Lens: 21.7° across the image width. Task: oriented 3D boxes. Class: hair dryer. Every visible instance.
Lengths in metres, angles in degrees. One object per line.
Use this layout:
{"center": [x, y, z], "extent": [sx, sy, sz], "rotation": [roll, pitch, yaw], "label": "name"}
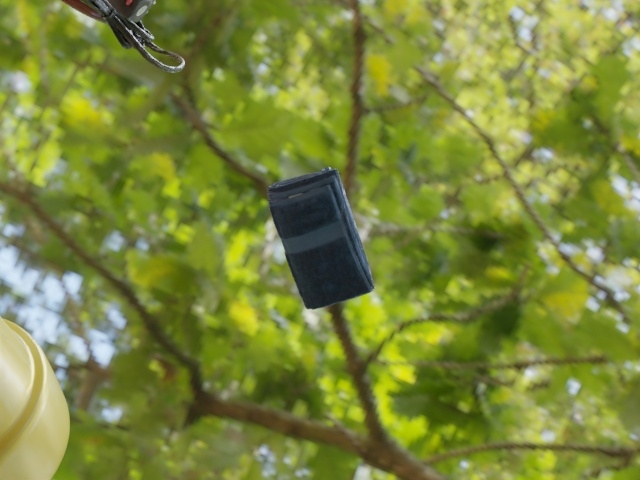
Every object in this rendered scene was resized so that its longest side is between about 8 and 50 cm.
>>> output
{"center": [-0.279, -0.260, 1.673], "extent": [0.293, 0.223, 0.080], "rotation": [35, -100, 10], "label": "hair dryer"}

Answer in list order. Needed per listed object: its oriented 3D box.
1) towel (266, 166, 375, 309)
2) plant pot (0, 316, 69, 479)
{"center": [0.000, 0.000, 1.429], "extent": [0.067, 0.119, 0.029], "rotation": [-18, -160, 3], "label": "towel"}
{"center": [-0.394, 0.130, 1.590], "extent": [0.254, 0.239, 0.254], "rotation": [-9, -139, 8], "label": "plant pot"}
